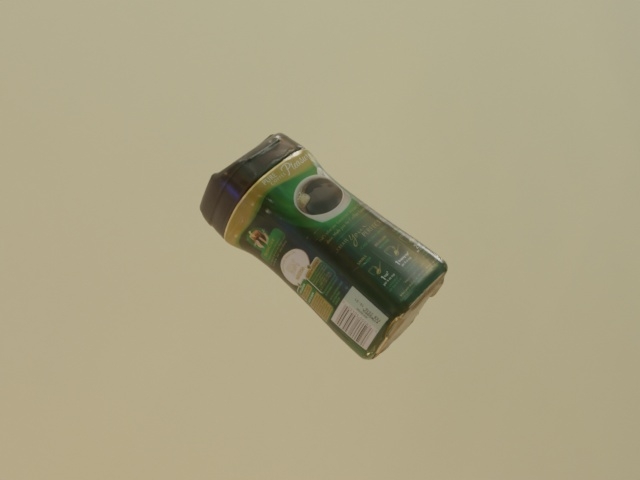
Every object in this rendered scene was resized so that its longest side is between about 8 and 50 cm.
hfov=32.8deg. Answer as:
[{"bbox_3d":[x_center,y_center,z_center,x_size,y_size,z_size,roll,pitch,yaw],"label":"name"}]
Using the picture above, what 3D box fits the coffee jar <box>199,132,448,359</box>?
[{"bbox_3d":[0.000,0.000,0.835,0.184,0.079,0.096,41,-133,11],"label":"coffee jar"}]
